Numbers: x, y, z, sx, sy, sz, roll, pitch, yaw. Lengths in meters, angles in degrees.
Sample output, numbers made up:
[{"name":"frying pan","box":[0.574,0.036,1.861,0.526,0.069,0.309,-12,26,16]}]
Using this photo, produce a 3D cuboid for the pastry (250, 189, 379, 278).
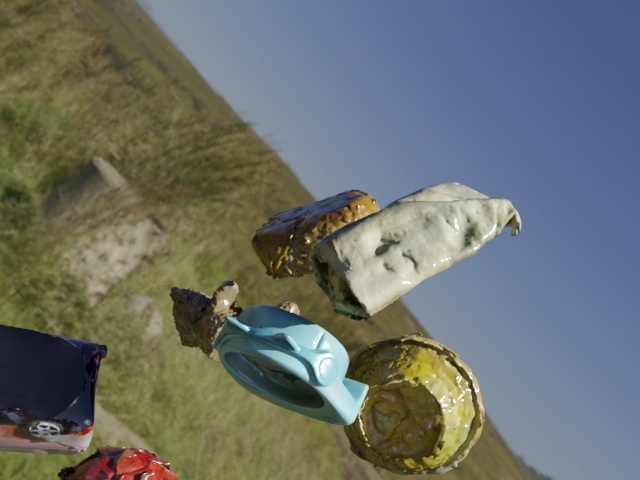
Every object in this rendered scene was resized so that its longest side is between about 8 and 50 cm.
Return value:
[{"name":"pastry","box":[0.000,0.000,2.101,0.162,0.311,0.255,69,24,-16]}]

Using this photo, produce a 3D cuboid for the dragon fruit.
[{"name":"dragon fruit","box":[-0.293,0.391,1.378,0.209,0.172,0.172,9,-25,29]}]

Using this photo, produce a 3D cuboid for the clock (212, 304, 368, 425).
[{"name":"clock","box":[-0.052,0.188,1.456,0.224,0.094,0.274,15,-29,24]}]

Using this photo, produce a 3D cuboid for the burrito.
[{"name":"burrito","box":[0.148,-0.004,1.427,0.135,0.332,0.190,63,-20,-3]}]

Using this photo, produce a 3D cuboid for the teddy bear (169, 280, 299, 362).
[{"name":"teddy bear","box":[-0.206,0.203,2.251,0.222,0.296,0.246,-115,-165,-52]}]

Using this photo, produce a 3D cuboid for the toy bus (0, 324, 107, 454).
[{"name":"toy bus","box":[-0.410,0.174,1.070,0.147,0.303,0.127,115,-23,-51]}]

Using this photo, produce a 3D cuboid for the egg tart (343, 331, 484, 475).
[{"name":"egg tart","box":[0.169,0.344,1.829,0.315,0.315,0.120,50,21,5]}]
